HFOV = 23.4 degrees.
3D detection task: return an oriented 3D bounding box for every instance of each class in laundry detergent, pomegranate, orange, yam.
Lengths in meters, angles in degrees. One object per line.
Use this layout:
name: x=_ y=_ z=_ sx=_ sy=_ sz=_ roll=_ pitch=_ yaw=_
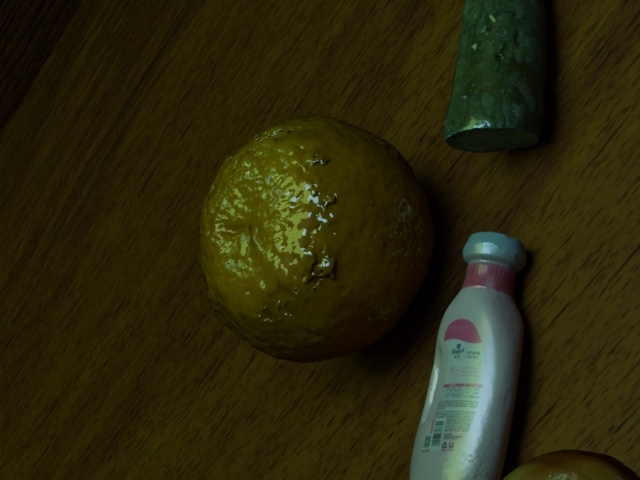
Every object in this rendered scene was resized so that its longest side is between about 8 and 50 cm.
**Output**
laundry detergent: x=0.193 y=0.156 z=1.936 sx=0.159 sy=0.088 sz=0.335 roll=-14 pitch=59 yaw=56
pomegranate: x=0.268 y=0.317 z=1.611 sx=0.209 sy=0.209 sz=0.209 roll=-36 pitch=44 yaw=44
orange: x=0.000 y=0.000 z=2.141 sx=0.340 sy=0.293 sz=0.340 roll=-13 pitch=72 yaw=45
yam: x=0.240 y=-0.252 z=2.073 sx=0.133 sy=0.133 sz=0.330 roll=-31 pitch=42 yaw=47
